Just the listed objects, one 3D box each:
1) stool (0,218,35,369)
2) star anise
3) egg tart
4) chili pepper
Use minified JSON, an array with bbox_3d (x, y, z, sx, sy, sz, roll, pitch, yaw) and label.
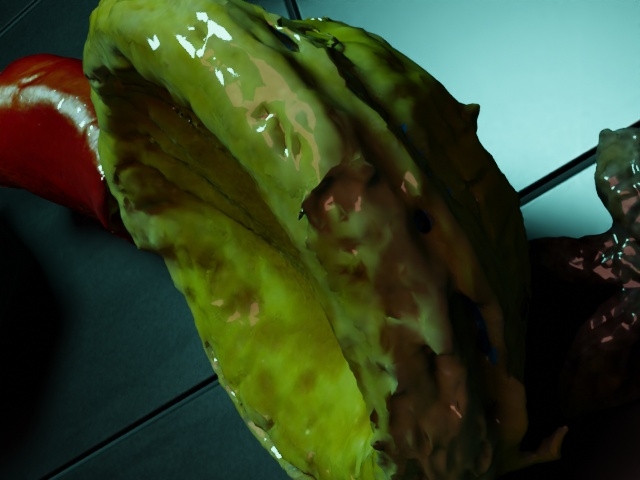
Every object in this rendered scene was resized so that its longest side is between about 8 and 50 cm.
[{"bbox_3d":[-0.386,0.039,0.998,0.232,0.141,0.232,-1,82,8],"label":"stool"},{"bbox_3d":[0.207,0.009,0.632,0.212,0.073,0.196,-33,58,24],"label":"star anise"},{"bbox_3d":[0.000,0.000,0.672,0.169,0.387,0.388,-35,47,-22],"label":"egg tart"},{"bbox_3d":[-0.237,-0.100,0.969,0.338,0.135,0.131,21,91,37],"label":"chili pepper"}]
